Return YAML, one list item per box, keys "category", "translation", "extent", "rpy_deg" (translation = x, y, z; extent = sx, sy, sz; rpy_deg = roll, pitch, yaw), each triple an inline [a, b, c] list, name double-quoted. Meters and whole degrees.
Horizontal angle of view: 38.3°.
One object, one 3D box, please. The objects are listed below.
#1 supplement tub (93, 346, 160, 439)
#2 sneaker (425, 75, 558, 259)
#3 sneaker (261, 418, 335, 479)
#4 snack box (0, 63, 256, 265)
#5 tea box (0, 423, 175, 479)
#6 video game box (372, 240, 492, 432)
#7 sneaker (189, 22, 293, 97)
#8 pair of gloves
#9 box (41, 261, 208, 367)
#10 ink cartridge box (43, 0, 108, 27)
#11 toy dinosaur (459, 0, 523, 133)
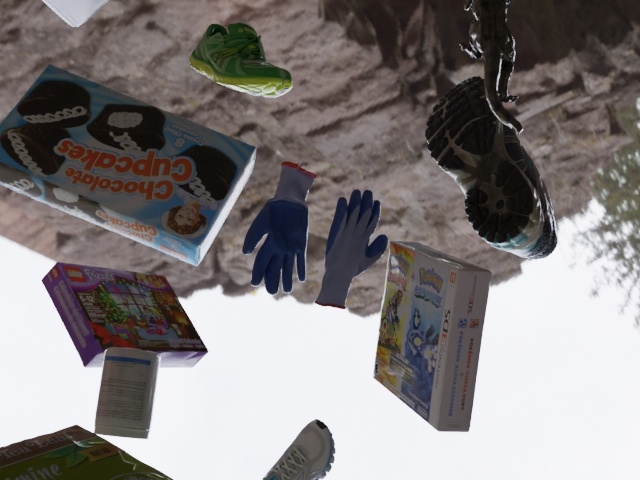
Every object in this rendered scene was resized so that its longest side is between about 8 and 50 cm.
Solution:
- category: "supplement tub"
  translation: [-0.239, 0.189, 1.139]
  extent: [0.071, 0.071, 0.107]
  rpy_deg: [0, -104, 27]
- category: "sneaker"
  translation: [0.223, -0.088, 1.187]
  extent: [0.110, 0.122, 0.283]
  rpy_deg: [-32, -131, 26]
- category: "sneaker"
  translation: [-0.045, 0.352, 1.383]
  extent: [0.071, 0.083, 0.190]
  rpy_deg: [40, -67, 35]
- category: "snack box"
  translation: [-0.271, -0.107, 1.254]
  extent: [0.322, 0.060, 0.187]
  rpy_deg: [22, -125, 5]
- category: "tea box"
  translation: [-0.232, 0.345, 0.766]
  extent: [0.323, 0.329, 0.220]
  rpy_deg: [20, -77, 28]
- category: "video game box"
  translation: [0.128, 0.107, 1.103]
  extent: [0.205, 0.048, 0.187]
  rpy_deg: [-154, -108, -70]
- category: "sneaker"
  translation: [-0.158, -0.356, 1.783]
  extent: [0.295, 0.109, 0.123]
  rpy_deg: [32, -73, 44]
- category: "pair of gloves"
  translation: [0.000, 0.000, 1.118]
  extent: [0.023, 0.198, 0.159]
  rpy_deg: [13, -94, 56]
- category: "box"
  translation: [-0.363, 0.145, 1.740]
  extent: [0.057, 0.293, 0.201]
  rpy_deg: [-45, -117, 19]
- category: "ink cartridge box"
  translation: [-0.175, -0.257, 0.338]
  extent: [0.129, 0.223, 0.307]
  rpy_deg: [-42, -94, 0]
- category: "toy dinosaur"
  translation: [0.199, -0.223, 1.066]
  extent: [0.064, 0.118, 0.268]
  rpy_deg: [-4, -109, 4]
